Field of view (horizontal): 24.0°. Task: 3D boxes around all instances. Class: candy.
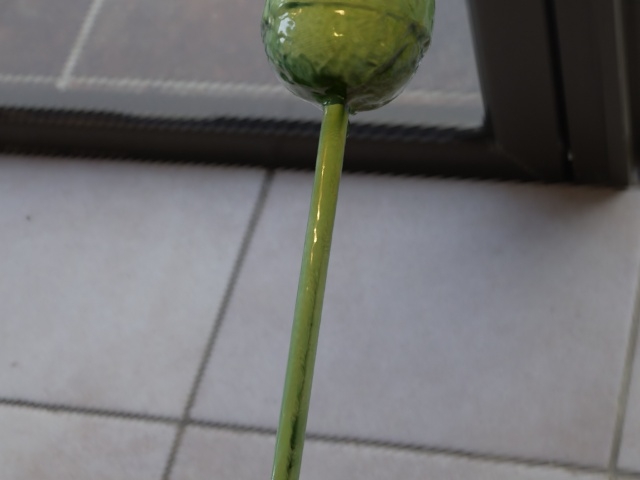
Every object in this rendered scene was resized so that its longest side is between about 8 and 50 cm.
[{"bbox_3d":[0.000,0.000,0.946,0.119,0.119,0.440,2,72,16],"label":"candy"}]
